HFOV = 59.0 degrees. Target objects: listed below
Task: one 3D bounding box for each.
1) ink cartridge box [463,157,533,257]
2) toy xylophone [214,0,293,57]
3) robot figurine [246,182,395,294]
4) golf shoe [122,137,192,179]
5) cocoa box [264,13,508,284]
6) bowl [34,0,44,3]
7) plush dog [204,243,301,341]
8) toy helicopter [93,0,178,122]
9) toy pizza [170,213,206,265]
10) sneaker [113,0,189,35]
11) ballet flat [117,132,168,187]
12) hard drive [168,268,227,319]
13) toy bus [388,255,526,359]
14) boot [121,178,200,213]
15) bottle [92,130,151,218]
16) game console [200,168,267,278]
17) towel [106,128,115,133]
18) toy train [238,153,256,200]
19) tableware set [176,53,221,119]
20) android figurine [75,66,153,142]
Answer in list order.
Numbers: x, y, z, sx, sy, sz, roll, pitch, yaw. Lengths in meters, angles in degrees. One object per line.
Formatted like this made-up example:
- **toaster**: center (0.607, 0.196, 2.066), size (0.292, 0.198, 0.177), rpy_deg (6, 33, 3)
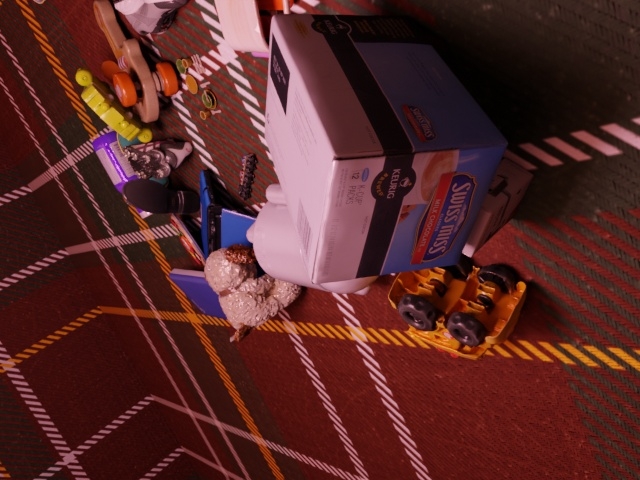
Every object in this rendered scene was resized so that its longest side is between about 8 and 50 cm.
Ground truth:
- **ink cartridge box**: center (0.257, -0.051, 0.871), size (0.056, 0.135, 0.099), rpy_deg (37, 142, 24)
- **toy xylophone**: center (-0.116, -0.475, 1.018), size (0.236, 0.081, 0.323), rpy_deg (27, 137, 35)
- **robot figurine**: center (0.000, 0.000, 1.167), size (0.353, 0.200, 0.300), rpy_deg (7, 143, 48)
- **golf shoe**: center (-0.467, -0.236, 1.613), size (0.272, 0.120, 0.105), rpy_deg (14, 133, 46)
- **cocoa box**: center (0.065, -0.147, 0.826), size (0.232, 0.227, 0.347), rpy_deg (100, 158, -45)
- **bowl**: center (-0.787, -0.765, 1.590), size (0.170, 0.080, 0.170), rpy_deg (30, 139, 31)
- **plush dog**: center (-0.218, 0.122, 1.487), size (0.262, 0.210, 0.225), rpy_deg (-28, 99, 43)
- **toy helicopter**: center (-0.511, -0.471, 1.494), size (0.355, 0.140, 0.235), rpy_deg (63, 155, 8)
- **toy pizza**: center (-0.411, 0.005, 1.757), size (0.201, 0.032, 0.201), rpy_deg (51, 166, 18)
- **sneaker**: center (-0.361, -0.525, 1.276), size (0.271, 0.100, 0.108), rpy_deg (15, 143, 48)
- **ballet flat**: center (-0.550, -0.248, 1.745), size (0.231, 0.077, 0.077), rpy_deg (55, 163, -3)
- **hard drive**: center (-0.345, 0.181, 1.830), size (0.318, 0.040, 0.210), rpy_deg (1, 135, 50)
- **toy bus**: center (0.260, 0.147, 1.042), size (0.220, 0.149, 0.211), rpy_deg (18, 144, 38)
- **boot**: center (-0.507, -0.116, 1.666), size (0.229, 0.263, 0.091), rpy_deg (3, 83, 43)
- **bottle**: center (-0.609, -0.209, 1.802), size (0.092, 0.118, 0.283), rpy_deg (-20, 104, 27)
- **game console**: center (-0.236, -0.023, 1.588), size (0.293, 0.173, 0.250), rpy_deg (102, 156, -46)
- **towel**: center (-0.670, -0.294, 1.890), size (0.113, 0.023, 0.152), rpy_deg (-15, 106, 55)
- **toy train**: center (-0.185, -0.161, 1.413), size (0.036, 0.027, 0.158), rpy_deg (52, 148, 24)
- **tableware set**: center (-0.303, -0.372, 1.380), size (0.104, 0.024, 0.154), rpy_deg (4, 121, 49)
- **android figurine**: center (-0.554, -0.358, 1.518), size (0.248, 0.056, 0.273), rpy_deg (45, -177, -28)
